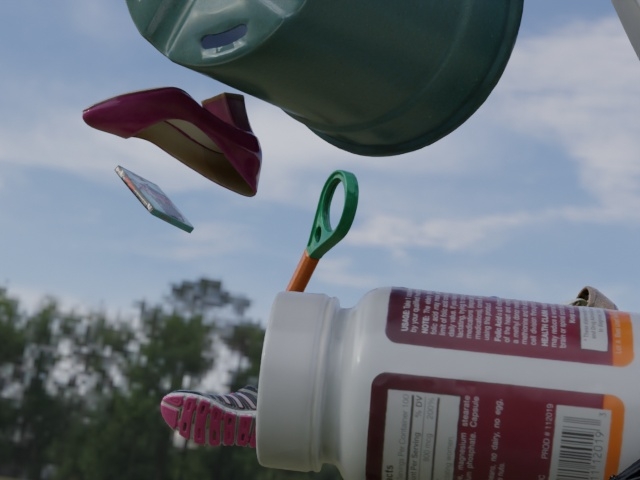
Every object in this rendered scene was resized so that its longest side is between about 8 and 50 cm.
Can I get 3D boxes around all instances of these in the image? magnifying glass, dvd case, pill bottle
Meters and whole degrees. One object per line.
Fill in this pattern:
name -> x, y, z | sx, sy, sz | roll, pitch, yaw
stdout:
magnifying glass -> 0.000, 0.000, 2.038 | 0.026, 0.092, 0.231 | 10, -51, -24
dvd case -> -0.240, -0.060, 2.132 | 0.087, 0.013, 0.119 | 29, 12, -47
pill bottle -> 0.139, 0.166, 1.548 | 0.392, 0.224, 0.224 | 6, -12, 5

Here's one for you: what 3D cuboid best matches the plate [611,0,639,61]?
plate -> 0.363, -0.230, 1.594 | 0.045, 0.278, 0.277 | -25, -11, 9

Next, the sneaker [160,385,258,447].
sneaker -> -0.112, 0.214, 1.827 | 0.170, 0.063, 0.075 | 9, 20, -1

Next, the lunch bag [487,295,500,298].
lunch bag -> 0.207, 0.219, 2.208 | 0.303, 0.243, 0.115 | -26, 37, -36

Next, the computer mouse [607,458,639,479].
computer mouse -> 0.307, 0.306, 1.316 | 0.184, 0.262, 0.060 | -22, -36, -4

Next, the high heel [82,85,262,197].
high heel -> -0.157, -0.102, 1.615 | 0.082, 0.117, 0.244 | -16, -7, 34

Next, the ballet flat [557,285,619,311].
ballet flat -> 0.369, 0.188, 2.503 | 0.106, 0.316, 0.107 | 55, -17, -11

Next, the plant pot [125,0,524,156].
plant pot -> -0.012, -0.277, 1.568 | 0.341, 0.341, 0.334 | 0, -4, 35
